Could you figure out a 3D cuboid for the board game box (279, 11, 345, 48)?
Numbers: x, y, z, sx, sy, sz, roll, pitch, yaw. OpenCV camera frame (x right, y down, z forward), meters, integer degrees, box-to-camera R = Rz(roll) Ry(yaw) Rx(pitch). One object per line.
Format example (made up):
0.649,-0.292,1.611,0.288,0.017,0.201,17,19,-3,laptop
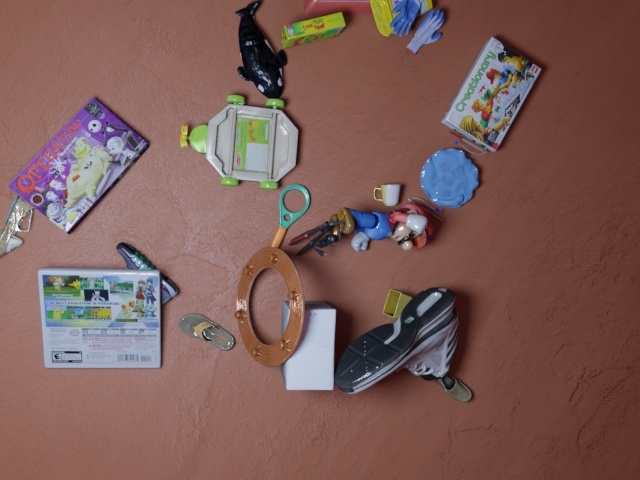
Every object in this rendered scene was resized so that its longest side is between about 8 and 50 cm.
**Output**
-0.025,-0.626,1.818,0.181,0.092,0.043,-18,93,-12,board game box

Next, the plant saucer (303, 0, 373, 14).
0.075,-0.827,1.861,0.258,0.048,0.259,-3,92,-7,plant saucer

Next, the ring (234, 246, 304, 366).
-0.155,0.185,1.710,0.032,0.336,0.337,5,90,-38,ring

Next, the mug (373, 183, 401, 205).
0.212,-0.142,1.886,0.062,0.078,0.064,-8,102,-40,mug

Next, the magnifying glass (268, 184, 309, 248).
-0.105,-0.062,1.854,0.092,0.026,0.231,24,88,-7,magnifying glass

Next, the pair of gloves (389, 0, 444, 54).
0.300,-0.665,1.856,0.198,0.023,0.159,33,98,-40,pair of gloves

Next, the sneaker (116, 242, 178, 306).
-0.525,0.107,1.773,0.223,0.083,0.098,44,90,-7,sneaker

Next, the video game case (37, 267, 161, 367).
-0.625,0.225,1.743,0.328,0.036,0.300,2,107,-7,video game case

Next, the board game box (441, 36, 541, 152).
0.539,-0.458,1.922,0.192,0.053,0.305,30,87,-6,board game box

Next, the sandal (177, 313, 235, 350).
-0.337,0.274,1.813,0.180,0.049,0.072,29,87,-7,sandal

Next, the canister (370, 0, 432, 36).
0.249,-0.720,1.853,0.169,0.073,0.126,-33,130,-9,canister

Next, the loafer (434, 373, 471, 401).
0.416,0.461,1.914,0.148,0.050,0.056,36,86,-6,loafer

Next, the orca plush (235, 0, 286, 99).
-0.175,-0.569,1.801,0.151,0.102,0.288,-4,91,-8,orca plush

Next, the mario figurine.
0.197,-0.020,1.805,0.320,0.198,0.170,0,110,-22,mario figurine

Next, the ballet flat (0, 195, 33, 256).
-0.872,-0.026,1.731,0.067,0.073,0.206,25,89,-15,ballet flat

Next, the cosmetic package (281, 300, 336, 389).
-0.041,0.297,1.764,0.138,0.224,0.225,0,90,-8,cosmetic package

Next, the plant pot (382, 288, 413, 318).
0.254,0.204,1.879,0.083,0.081,0.081,18,88,-20,plant pot

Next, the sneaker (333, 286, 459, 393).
0.255,0.358,1.773,0.447,0.169,0.258,-33,118,-22,sneaker

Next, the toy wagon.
-0.242,-0.294,1.813,0.344,0.068,0.268,5,90,-7,toy wagon

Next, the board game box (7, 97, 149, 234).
-0.686,-0.214,1.743,0.208,0.056,0.347,38,78,-2,board game box

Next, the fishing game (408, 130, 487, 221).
0.406,-0.196,1.915,0.189,0.041,0.264,27,95,-7,fishing game

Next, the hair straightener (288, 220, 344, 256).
0.000,0.000,1.782,0.089,0.230,0.047,54,46,-7,hair straightener
